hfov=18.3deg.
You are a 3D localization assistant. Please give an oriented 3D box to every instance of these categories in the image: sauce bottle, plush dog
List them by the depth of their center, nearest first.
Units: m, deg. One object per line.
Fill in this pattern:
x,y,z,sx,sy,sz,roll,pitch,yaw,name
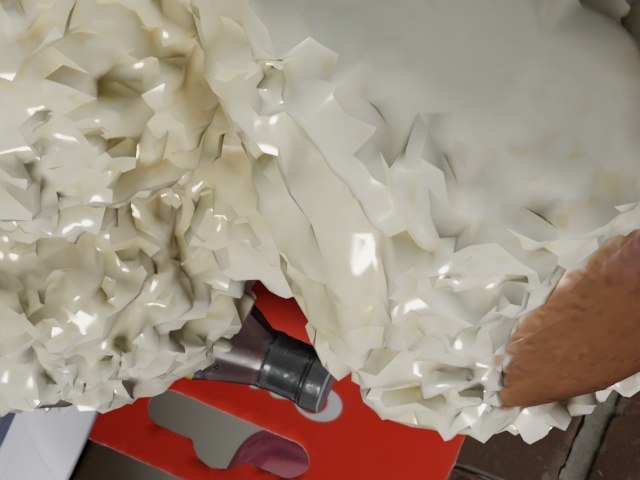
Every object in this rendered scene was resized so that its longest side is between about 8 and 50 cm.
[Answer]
-0.068,-0.034,0.414,0.225,0.262,0.210,116,-36,-68,plush dog
-0.054,0.033,0.803,0.042,0.128,0.042,21,90,-79,sauce bottle

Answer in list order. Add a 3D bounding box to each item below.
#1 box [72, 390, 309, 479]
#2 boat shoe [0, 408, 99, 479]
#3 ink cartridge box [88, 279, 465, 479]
-0.066,0.164,1.051,0.148,0.127,0.232,86,27,-70,box
-0.141,0.092,0.558,0.267,0.088,0.096,-61,-167,-12,boat shoe
0.000,0.000,0.853,0.066,0.189,0.232,99,16,-52,ink cartridge box
